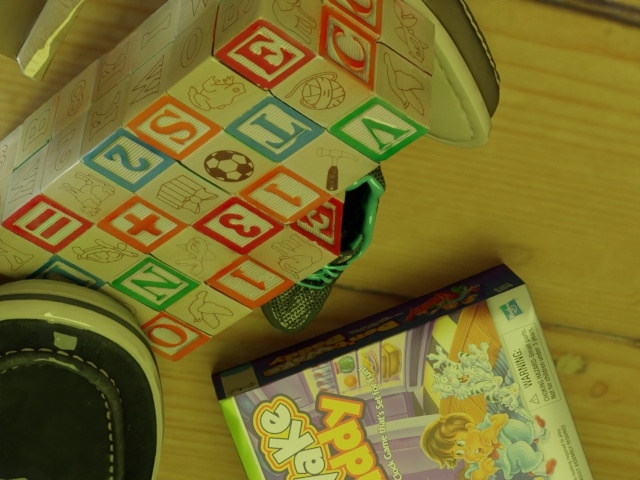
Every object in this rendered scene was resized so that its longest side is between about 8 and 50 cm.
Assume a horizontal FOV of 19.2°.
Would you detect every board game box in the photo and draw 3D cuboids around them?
[{"bbox_3d":[0.090,0.222,1.390,0.233,0.078,0.347,-21,102,-2],"label":"board game box"}]

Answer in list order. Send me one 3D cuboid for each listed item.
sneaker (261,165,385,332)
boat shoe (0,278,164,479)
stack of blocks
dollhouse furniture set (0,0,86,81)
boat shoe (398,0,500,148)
[{"bbox_3d":[0.000,0.000,1.300,0.065,0.076,0.166,9,118,-20],"label":"sneaker"},{"bbox_3d":[-0.231,0.242,1.305,0.186,0.156,0.500,16,122,-16],"label":"boat shoe"},{"bbox_3d":[-0.062,-0.051,1.170,0.171,0.087,0.297,30,135,-29],"label":"stack of blocks"},{"bbox_3d":[-0.303,-0.194,1.008,0.362,0.256,0.394,29,94,-13],"label":"dollhouse furniture set"},{"bbox_3d":[0.023,-0.186,1.171,0.324,0.116,0.097,46,62,-32],"label":"boat shoe"}]
